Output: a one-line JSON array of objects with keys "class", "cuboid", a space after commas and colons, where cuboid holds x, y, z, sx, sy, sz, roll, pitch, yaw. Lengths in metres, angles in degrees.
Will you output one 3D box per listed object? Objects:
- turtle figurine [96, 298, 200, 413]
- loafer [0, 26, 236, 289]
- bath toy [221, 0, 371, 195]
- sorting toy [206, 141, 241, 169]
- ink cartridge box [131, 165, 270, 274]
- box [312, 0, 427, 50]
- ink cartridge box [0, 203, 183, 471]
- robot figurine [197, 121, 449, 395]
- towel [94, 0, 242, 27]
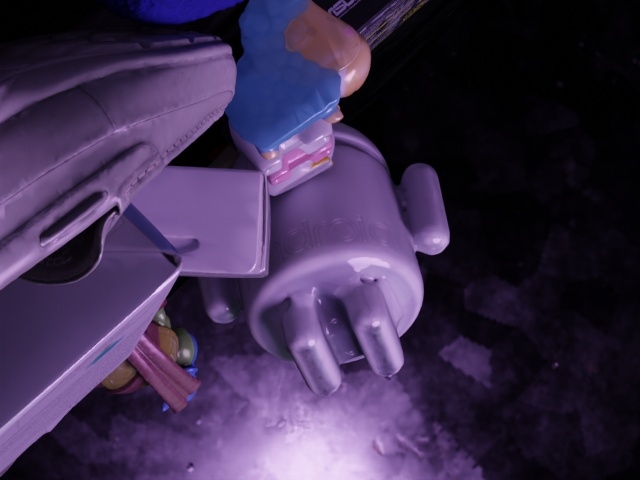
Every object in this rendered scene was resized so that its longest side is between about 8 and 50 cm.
[{"class": "turtle figurine", "cuboid": [-0.272, 0.081, 1.363, 0.198, 0.274, 0.266, -19, 172, 30]}, {"class": "loafer", "cuboid": [-0.138, -0.035, 0.579, 0.112, 0.111, 0.319, 5, -159, 28]}, {"class": "bath toy", "cuboid": [-0.031, -0.135, 1.147, 0.151, 0.129, 0.348, -30, 176, -5]}, {"class": "sorting toy", "cuboid": [-0.083, -0.136, 1.560, 0.348, 0.047, 0.196, -44, 175, 24]}, {"class": "ink cartridge box", "cuboid": [-0.126, -0.014, 1.108, 0.219, 0.160, 0.092, 127, -35, -86]}, {"class": "box", "cuboid": [0.063, -0.267, 1.330, 0.270, 0.060, 0.216, -43, 180, -21]}, {"class": "ink cartridge box", "cuboid": [-0.257, 0.094, 0.809, 0.270, 0.151, 0.395, -43, 178, -19]}, {"class": "robot figurine", "cuboid": [0.000, 0.000, 1.378, 0.300, 0.353, 0.199, -16, 138, 1]}, {"class": "towel", "cuboid": [0.022, -0.238, 0.577, 0.228, 0.076, 0.308, -33, 172, -46]}]
